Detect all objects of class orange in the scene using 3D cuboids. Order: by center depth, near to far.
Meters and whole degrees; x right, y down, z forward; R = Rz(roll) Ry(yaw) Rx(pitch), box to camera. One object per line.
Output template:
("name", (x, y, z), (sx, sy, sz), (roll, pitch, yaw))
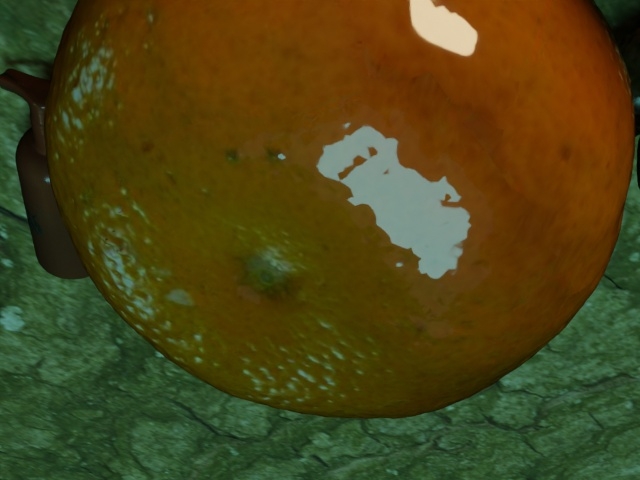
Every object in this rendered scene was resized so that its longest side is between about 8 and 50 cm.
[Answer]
("orange", (0.014, -0.074, 0.847), (0.424, 0.326, 0.423), (11, 135, 11))

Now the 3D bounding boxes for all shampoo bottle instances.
("shampoo bottle", (-0.246, -0.060, 1.115), (0.086, 0.085, 0.244), (2, 143, -1))

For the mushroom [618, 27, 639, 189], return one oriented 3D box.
("mushroom", (0.397, -0.092, 0.909), (0.345, 0.345, 0.239), (-18, 98, 26))
